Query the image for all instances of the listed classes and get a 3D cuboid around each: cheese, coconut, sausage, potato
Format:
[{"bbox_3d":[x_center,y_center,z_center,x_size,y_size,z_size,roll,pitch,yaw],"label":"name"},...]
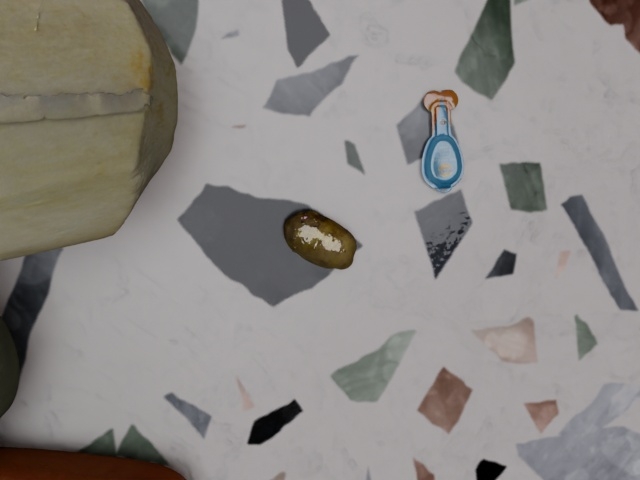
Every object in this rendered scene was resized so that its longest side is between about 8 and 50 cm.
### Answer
[{"bbox_3d":[0.131,-0.106,0.807,0.047,0.017,0.111,-3,96,-7],"label":"cheese"},{"bbox_3d":[-0.292,-0.126,0.618,0.323,0.323,0.323,-1,96,-5],"label":"coconut"},{"bbox_3d":[-0.295,0.263,0.775,0.348,0.097,0.094,9,84,-4],"label":"sausage"},{"bbox_3d":[0.000,0.000,0.797,0.083,0.040,0.051,30,103,-5],"label":"potato"}]

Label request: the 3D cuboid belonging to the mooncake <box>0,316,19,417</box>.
[{"bbox_3d":[-0.418,0.126,0.697,0.275,0.135,0.275,1,70,-2],"label":"mooncake"}]
